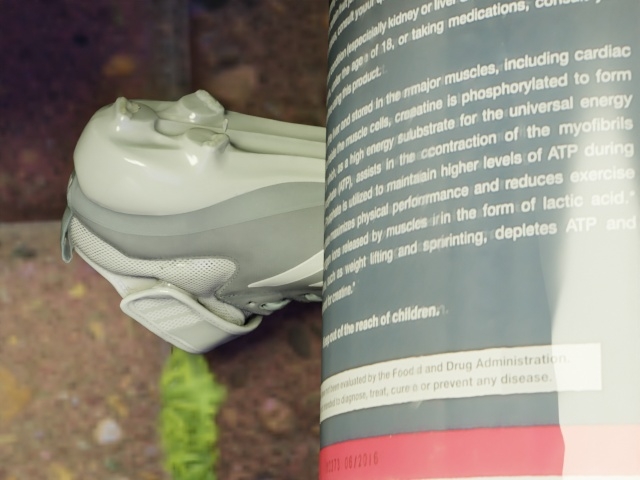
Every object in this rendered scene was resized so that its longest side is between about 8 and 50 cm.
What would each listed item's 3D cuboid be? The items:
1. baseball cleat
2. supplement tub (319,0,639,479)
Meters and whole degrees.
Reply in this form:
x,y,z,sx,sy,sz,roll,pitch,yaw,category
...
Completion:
x,y,z,sx,sy,sz,roll,pitch,yaw,category
0.000,0.000,0.563,0.206,0.072,0.109,13,125,-10,baseball cleat
0.096,-0.025,0.435,0.191,0.191,0.272,3,77,-8,supplement tub
